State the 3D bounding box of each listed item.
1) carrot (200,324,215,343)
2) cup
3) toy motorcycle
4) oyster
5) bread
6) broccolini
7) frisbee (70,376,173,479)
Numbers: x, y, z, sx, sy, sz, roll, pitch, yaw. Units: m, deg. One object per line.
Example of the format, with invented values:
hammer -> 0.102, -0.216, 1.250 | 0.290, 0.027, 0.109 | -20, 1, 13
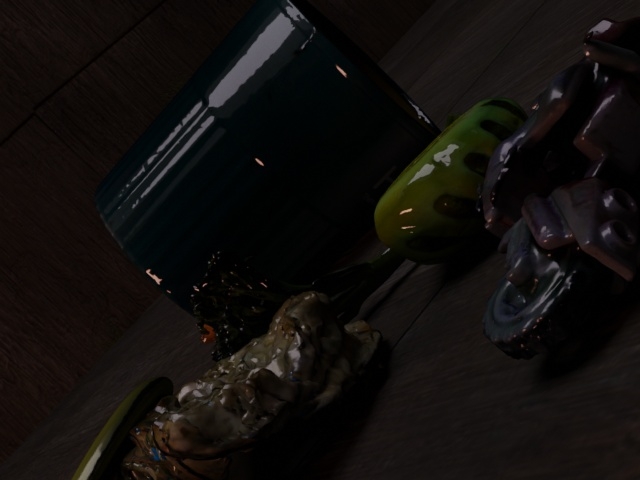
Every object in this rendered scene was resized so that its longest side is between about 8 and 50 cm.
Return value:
carrot -> -0.062, 0.018, 1.540 | 0.271, 0.066, 0.062 | -49, -36, -11
cup -> -0.054, -0.082, 1.305 | 0.292, 0.242, 0.308 | -46, 9, 10
toy motorcycle -> 0.133, -0.033, 0.604 | 0.122, 0.082, 0.213 | -53, 10, 36
oyster -> -0.052, 0.113, 0.801 | 0.198, 0.092, 0.259 | -40, 5, 12
bread -> 0.095, -0.038, 0.860 | 0.130, 0.071, 0.139 | -49, 1, 1
broccolini -> 0.007, -0.006, 0.939 | 0.271, 0.123, 0.062 | -49, 34, 2
frisbee -> -0.159, 0.197, 0.856 | 0.236, 0.017, 0.235 | 25, -90, -86
